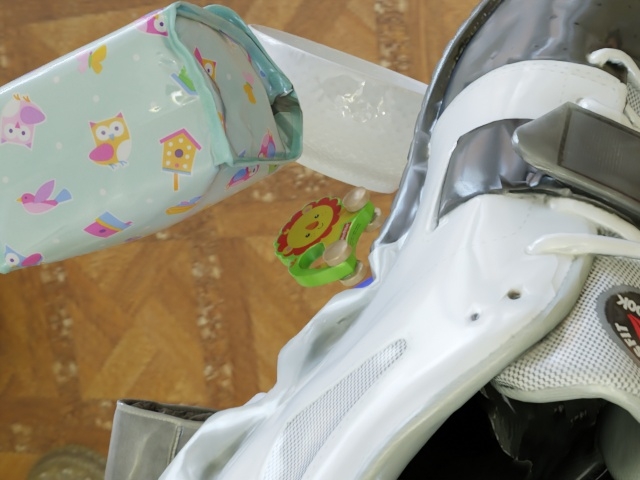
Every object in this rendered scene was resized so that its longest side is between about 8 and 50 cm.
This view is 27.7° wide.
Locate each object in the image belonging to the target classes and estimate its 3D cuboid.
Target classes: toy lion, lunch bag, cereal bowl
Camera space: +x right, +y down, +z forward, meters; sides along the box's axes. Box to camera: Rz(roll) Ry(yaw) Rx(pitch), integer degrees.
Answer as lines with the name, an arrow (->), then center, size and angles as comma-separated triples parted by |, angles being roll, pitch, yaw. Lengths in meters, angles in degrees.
toy lion -> 0.000, 0.000, 1.063 | 0.096, 0.100, 0.034 | -17, 126, 33
lunch bag -> -0.146, -0.087, 1.072 | 0.223, 0.262, 0.160 | -23, 90, 16
cereal bowl -> 0.042, -0.154, 1.647 | 0.339, 0.339, 0.141 | 26, 102, 23

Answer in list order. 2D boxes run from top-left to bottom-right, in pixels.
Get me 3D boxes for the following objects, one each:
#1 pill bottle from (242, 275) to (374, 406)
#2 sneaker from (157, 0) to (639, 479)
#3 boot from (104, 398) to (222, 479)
pill bottle -> 0.087, 0.067, 0.638 | 0.152, 0.272, 0.152 | 50, 160, 25
sneaker -> 0.078, 0.021, 0.403 | 0.122, 0.331, 0.146 | 39, 161, -21
boot -> -0.147, 0.213, 0.887 | 0.076, 0.189, 0.209 | 30, 111, 54
